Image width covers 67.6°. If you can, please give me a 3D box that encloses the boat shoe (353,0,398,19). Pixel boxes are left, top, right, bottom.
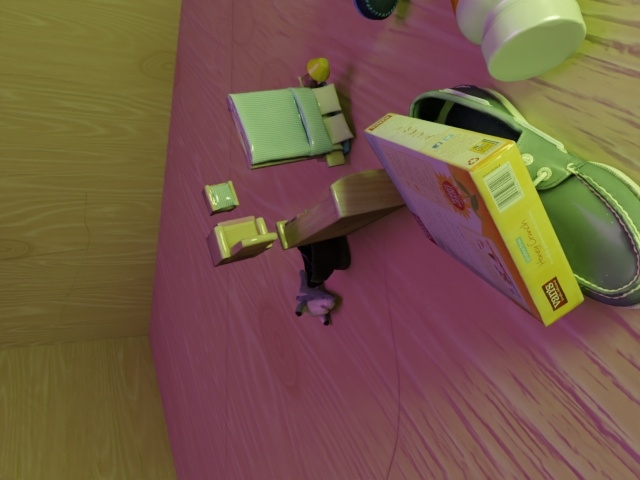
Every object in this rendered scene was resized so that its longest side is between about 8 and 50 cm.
[{"bbox_3d":[0.103,-0.434,0.635,0.089,0.109,0.258,38,126,51],"label":"boat shoe"}]

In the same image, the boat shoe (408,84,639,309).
[{"bbox_3d":[0.194,-0.057,0.477,0.319,0.099,0.116,62,140,39],"label":"boat shoe"}]

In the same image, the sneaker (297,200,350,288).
[{"bbox_3d":[-0.001,0.001,0.854,0.051,0.089,0.170,-48,50,52],"label":"sneaker"}]

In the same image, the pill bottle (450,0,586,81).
[{"bbox_3d":[0.184,-0.271,0.473,0.117,0.118,0.208,-37,58,56],"label":"pill bottle"}]

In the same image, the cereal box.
[{"bbox_3d":[0.139,-0.038,0.486,0.173,0.047,0.240,54,-179,-25],"label":"cereal box"}]

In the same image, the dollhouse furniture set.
[{"bbox_3d":[-0.046,-0.153,0.726,0.198,0.286,0.303,-29,77,59],"label":"dollhouse furniture set"}]

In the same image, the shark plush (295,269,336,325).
[{"bbox_3d":[-0.008,0.104,0.942,0.067,0.073,0.161,-60,15,13],"label":"shark plush"}]
